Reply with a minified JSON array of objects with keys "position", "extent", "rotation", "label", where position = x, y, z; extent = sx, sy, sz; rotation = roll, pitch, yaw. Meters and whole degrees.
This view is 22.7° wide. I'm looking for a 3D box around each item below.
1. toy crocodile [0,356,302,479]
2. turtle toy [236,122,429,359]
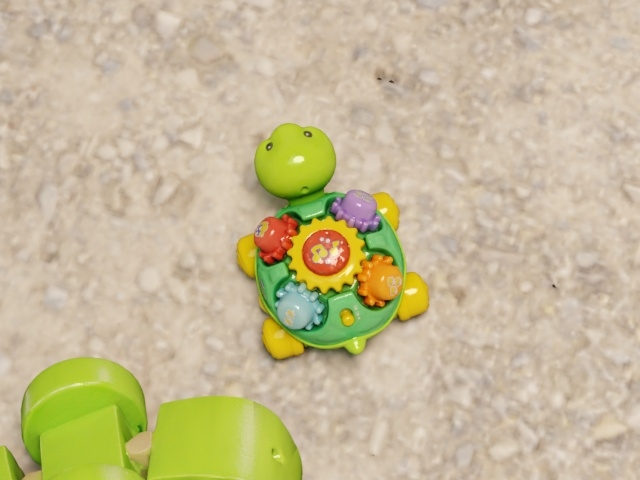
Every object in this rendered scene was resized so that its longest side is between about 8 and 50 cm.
[{"position":[-0.175,0.157,0.817],"extent":[0.341,0.105,0.115],"rotation":[-21,35,1],"label":"toy crocodile"},{"position":[0.000,0.000,0.860],"extent":[0.095,0.066,0.130],"rotation":[-19,74,-1],"label":"turtle toy"}]
